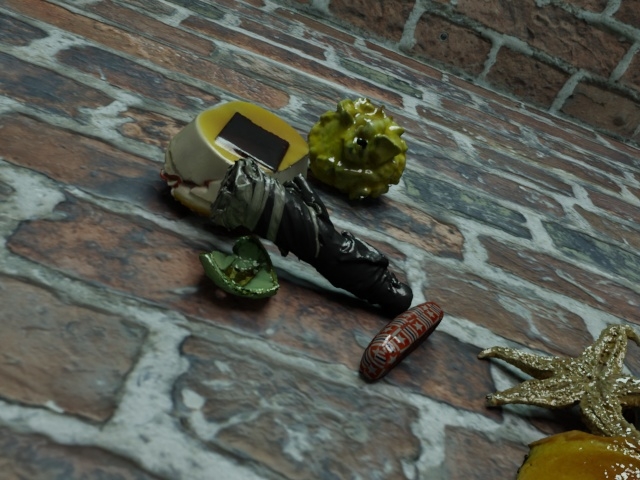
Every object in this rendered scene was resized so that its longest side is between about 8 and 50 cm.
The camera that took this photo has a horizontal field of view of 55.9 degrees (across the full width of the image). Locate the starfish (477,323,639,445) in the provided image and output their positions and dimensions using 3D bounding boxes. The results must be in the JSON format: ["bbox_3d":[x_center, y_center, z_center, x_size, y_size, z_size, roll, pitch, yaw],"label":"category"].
[{"bbox_3d":[0.384,0.221,0.884,0.303,0.060,0.299,1,30,18],"label":"starfish"}]

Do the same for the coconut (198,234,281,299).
[{"bbox_3d":[-0.116,0.046,0.882,0.133,0.055,0.158,44,21,21],"label":"coconut"}]

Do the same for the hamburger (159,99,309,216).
[{"bbox_3d":[-0.142,-0.135,1.076,0.227,0.151,0.295,34,27,7],"label":"hamburger"}]

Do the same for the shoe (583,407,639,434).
[{"bbox_3d":[0.458,0.277,0.892,0.195,0.078,0.079,-10,42,-38],"label":"shoe"}]

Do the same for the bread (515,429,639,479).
[{"bbox_3d":[0.368,0.318,0.707,0.260,0.134,0.129,37,34,23],"label":"bread"}]

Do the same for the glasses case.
[{"bbox_3d":[0.121,0.138,0.886,0.049,0.073,0.194,41,34,18],"label":"glasses case"}]

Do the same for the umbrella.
[{"bbox_3d":[-0.003,0.002,0.941,0.358,0.113,0.106,34,35,-15],"label":"umbrella"}]

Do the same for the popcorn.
[{"bbox_3d":[0.079,-0.192,1.269,0.218,0.189,0.169,23,27,-3],"label":"popcorn"}]
